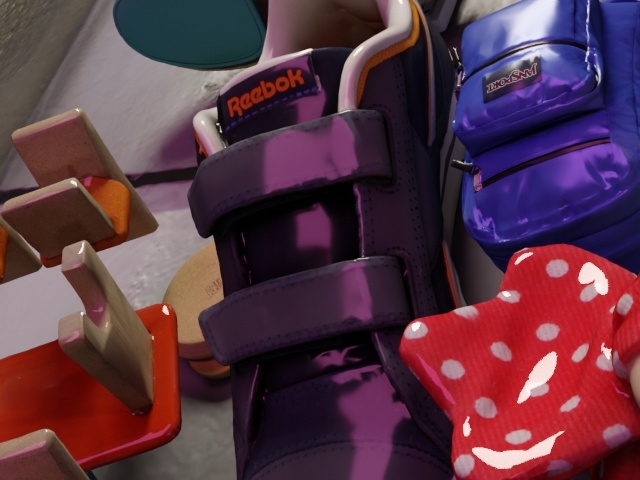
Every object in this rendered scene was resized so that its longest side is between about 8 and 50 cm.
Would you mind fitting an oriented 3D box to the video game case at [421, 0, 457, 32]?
[{"bbox_3d":[0.037,-0.157,0.695,0.122,0.011,0.087,-2,55,39],"label":"video game case"}]

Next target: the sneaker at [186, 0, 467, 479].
[{"bbox_3d":[0.000,0.000,0.498,0.126,0.127,0.321,-18,47,25],"label":"sneaker"}]

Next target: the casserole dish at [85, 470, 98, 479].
[{"bbox_3d":[-0.157,0.186,0.529,0.114,0.037,0.188,-15,46,30],"label":"casserole dish"}]

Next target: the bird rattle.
[{"bbox_3d":[0.145,0.000,0.318,0.253,0.143,0.207,-32,8,0],"label":"bird rattle"}]

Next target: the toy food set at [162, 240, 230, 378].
[{"bbox_3d":[-0.051,0.030,0.592,0.082,0.020,0.083,-51,40,-10],"label":"toy food set"}]

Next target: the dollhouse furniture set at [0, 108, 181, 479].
[{"bbox_3d":[-0.186,0.099,0.533,0.259,0.135,0.262,-19,44,10],"label":"dollhouse furniture set"}]

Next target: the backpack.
[{"bbox_3d":[0.101,-0.039,0.467,0.098,0.101,0.120,-24,44,35],"label":"backpack"}]

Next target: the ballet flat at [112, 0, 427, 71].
[{"bbox_3d":[-0.022,-0.160,0.688,0.248,0.086,0.086,0,55,38],"label":"ballet flat"}]
